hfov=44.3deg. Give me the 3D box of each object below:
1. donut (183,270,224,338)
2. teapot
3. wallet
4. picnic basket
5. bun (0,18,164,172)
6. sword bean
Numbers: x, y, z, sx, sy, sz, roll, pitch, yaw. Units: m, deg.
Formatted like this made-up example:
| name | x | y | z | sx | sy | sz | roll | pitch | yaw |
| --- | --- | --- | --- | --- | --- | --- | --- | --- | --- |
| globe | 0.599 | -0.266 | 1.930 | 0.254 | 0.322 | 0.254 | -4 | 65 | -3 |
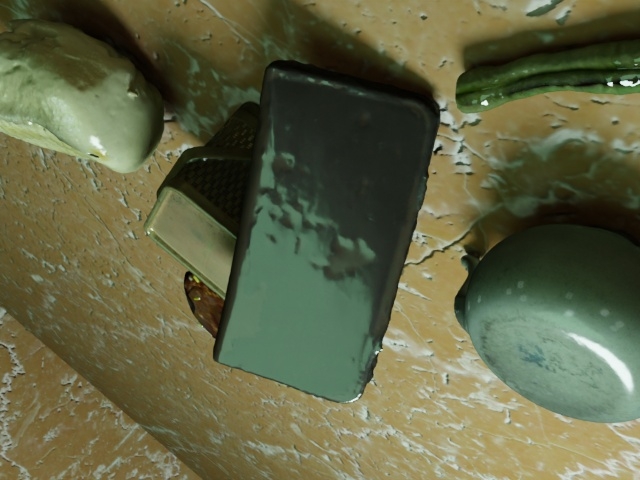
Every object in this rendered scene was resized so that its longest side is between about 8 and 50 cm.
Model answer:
| name | x | y | z | sx | sy | sz | roll | pitch | yaw |
| --- | --- | --- | --- | --- | --- | --- | --- | --- | --- |
| donut | -0.089 | 0.100 | 1.121 | 0.216 | 0.096 | 0.230 | 16 | 146 | 38 |
| teapot | 0.226 | 0.066 | 0.685 | 0.295 | 0.129 | 0.193 | 1 | 136 | 45 |
| wallet | 0.000 | 0.000 | 0.730 | 0.165 | 0.042 | 0.309 | 15 | 110 | 6 |
| picnic basket | -0.052 | -0.006 | 0.871 | 0.267 | 0.139 | 0.165 | 39 | 152 | -5 |
| bun | -0.287 | -0.169 | 0.905 | 0.230 | 0.145 | 0.229 | 16 | 179 | 0 |
| sword bean | 0.202 | -0.114 | 0.534 | 0.269 | 0.038 | 0.043 | 4 | 113 | 46 |
